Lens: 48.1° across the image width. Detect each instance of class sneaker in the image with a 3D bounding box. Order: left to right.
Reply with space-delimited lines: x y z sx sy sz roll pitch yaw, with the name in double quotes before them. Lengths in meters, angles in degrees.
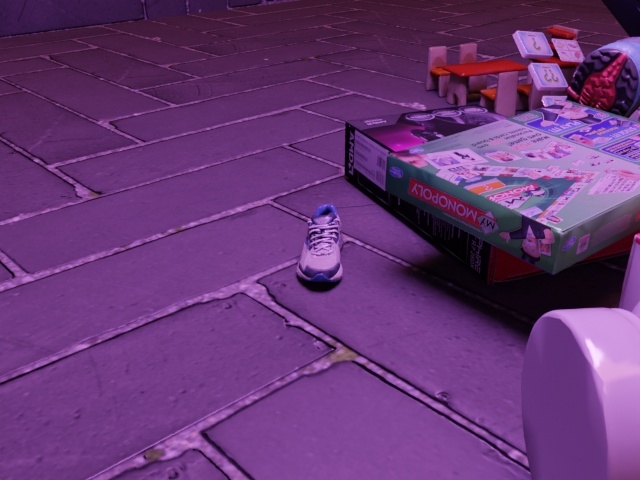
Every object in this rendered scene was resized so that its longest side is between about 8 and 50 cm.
"sneaker" 0.000 0.000 0.804 0.052 0.058 0.135 0 27 2
"sneaker" 0.377 -0.171 0.962 0.125 0.262 0.104 -31 76 -22

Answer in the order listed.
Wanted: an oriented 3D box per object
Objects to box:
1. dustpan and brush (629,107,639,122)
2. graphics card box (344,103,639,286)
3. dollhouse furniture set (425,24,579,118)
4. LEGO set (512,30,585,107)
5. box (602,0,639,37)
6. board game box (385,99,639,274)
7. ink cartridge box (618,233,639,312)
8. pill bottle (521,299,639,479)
"dustpan and brush" 0.546 -0.208 1.208 0.147 0.060 0.211 3 29 8
"graphics card box" 0.210 -0.080 0.927 0.233 0.094 0.371 -11 27 -20
"dollhouse furniture set" 0.370 -0.344 1.414 0.259 0.135 0.262 -10 28 -19
"LEGO set" 0.471 -0.299 1.282 0.244 0.182 0.060 -7 -19 -35
"box" 0.573 -0.330 0.933 0.294 0.296 0.182 -43 22 15
"board game box" 0.256 -0.075 0.762 0.317 0.046 0.214 -20 36 -34
"ink cartridge box" 0.428 0.047 0.650 0.237 0.100 0.172 -11 29 -21
"pill bottle" 0.307 0.107 0.433 0.334 0.187 0.188 -2 26 -2
